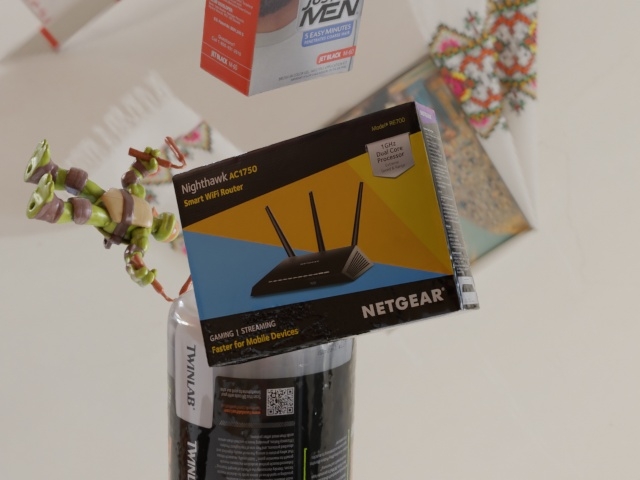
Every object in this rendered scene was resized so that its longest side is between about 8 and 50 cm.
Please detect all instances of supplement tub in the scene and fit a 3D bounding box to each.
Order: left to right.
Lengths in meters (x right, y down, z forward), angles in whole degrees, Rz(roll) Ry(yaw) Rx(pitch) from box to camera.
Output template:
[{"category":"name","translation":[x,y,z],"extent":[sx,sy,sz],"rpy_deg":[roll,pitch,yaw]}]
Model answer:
[{"category":"supplement tub","translation":[-0.061,0.211,1.158],"extent":[0.194,0.315,0.193],"rpy_deg":[1,-167,0]}]

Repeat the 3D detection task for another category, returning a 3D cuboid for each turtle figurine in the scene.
[{"category":"turtle figurine","translation":[-0.257,-0.048,1.395],"extent":[0.087,0.217,0.269],"rpy_deg":[-38,-137,37]}]

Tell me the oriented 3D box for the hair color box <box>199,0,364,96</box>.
[{"category":"hair color box","translation":[-0.015,-0.178,0.672],"extent":[0.093,0.167,0.053],"rpy_deg":[-21,-138,-39]}]

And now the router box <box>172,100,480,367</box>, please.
[{"category":"router box","translation":[0.000,0.000,0.725],"extent":[0.179,0.046,0.133],"rpy_deg":[-15,-98,23]}]
